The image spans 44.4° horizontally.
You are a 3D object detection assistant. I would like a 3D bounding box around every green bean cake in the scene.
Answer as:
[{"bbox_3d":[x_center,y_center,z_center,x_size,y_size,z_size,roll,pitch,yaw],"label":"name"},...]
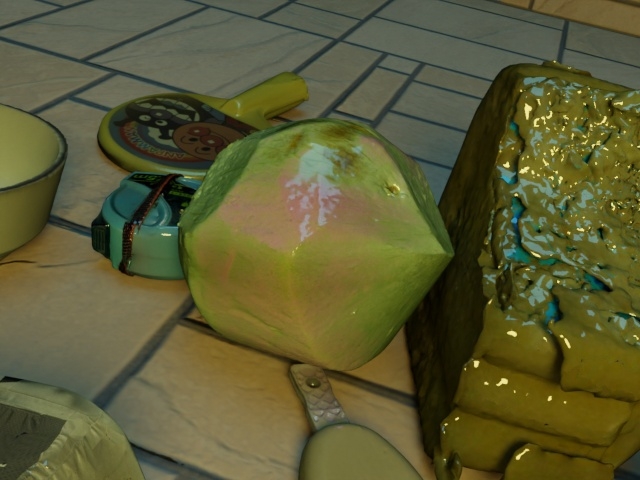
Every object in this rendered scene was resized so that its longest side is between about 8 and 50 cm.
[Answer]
[{"bbox_3d":[0.205,0.026,0.630,0.202,0.285,0.310,15,31,-4],"label":"green bean cake"}]

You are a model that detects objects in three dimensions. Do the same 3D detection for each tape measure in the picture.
[{"bbox_3d":[-0.150,-0.018,0.780,0.125,0.080,0.146,12,30,6],"label":"tape measure"}]

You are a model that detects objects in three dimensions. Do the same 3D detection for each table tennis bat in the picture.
[{"bbox_3d":[-0.132,-0.163,1.067,0.224,0.054,0.369,27,37,23],"label":"table tennis bat"}]

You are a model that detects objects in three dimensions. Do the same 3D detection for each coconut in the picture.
[{"bbox_3d":[0.000,0.000,0.662,0.236,0.204,0.236,0,9,0],"label":"coconut"}]

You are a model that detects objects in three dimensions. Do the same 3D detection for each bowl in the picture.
[{"bbox_3d":[-0.343,-0.045,0.729,0.212,0.112,0.211,8,31,-5],"label":"bowl"}]

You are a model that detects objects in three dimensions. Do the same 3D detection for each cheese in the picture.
[{"bbox_3d":[0.017,0.156,0.583,0.097,0.037,0.192,0,33,-22],"label":"cheese"}]

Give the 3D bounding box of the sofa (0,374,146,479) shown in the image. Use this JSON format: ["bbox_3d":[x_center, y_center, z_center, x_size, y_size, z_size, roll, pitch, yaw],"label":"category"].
[{"bbox_3d":[-0.216,0.177,0.376,0.226,0.175,0.210,6,27,19],"label":"sofa"}]
